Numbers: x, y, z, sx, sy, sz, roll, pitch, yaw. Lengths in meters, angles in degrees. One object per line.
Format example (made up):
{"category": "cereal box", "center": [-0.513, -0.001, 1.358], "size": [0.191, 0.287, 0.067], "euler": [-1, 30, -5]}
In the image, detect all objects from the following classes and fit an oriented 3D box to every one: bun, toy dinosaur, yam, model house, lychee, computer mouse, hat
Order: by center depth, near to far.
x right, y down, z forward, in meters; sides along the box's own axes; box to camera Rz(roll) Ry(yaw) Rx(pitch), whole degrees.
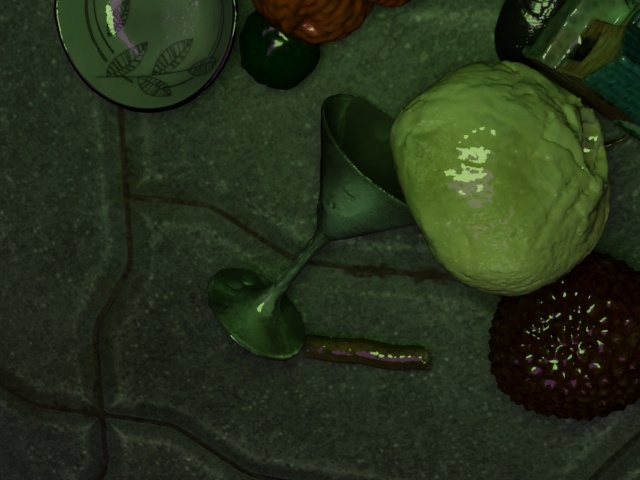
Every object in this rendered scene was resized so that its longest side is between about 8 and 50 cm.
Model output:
{"category": "model house", "center": [0.462, -0.222, 1.016], "size": [0.267, 0.325, 0.194], "euler": [31, 106, -15]}
{"category": "bun", "center": [0.270, -0.104, 1.109], "size": [0.227, 0.348, 0.352], "euler": [-24, 127, 39]}
{"category": "hat", "center": [-0.018, -0.413, 1.158], "size": [0.400, 0.285, 0.285], "euler": [-33, 100, 36]}
{"category": "computer mouse", "center": [0.336, -0.352, 1.170], "size": [0.122, 0.073, 0.217], "euler": [25, 111, 2]}
{"category": "lychee", "center": [0.402, 0.152, 1.240], "size": [0.276, 0.304, 0.275], "euler": [26, 123, 47]}
{"category": "toy dinosaur", "center": [0.425, -0.123, 1.250], "size": [0.180, 0.037, 0.058], "euler": [-30, 93, 17]}
{"category": "yam", "center": [0.085, 0.205, 1.453], "size": [0.241, 0.057, 0.056], "euler": [5, 111, 14]}

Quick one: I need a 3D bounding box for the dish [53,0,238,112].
{"category": "dish", "center": [-0.270, -0.372, 1.299], "size": [0.317, 0.106, 0.316], "euler": [4, 108, 12]}

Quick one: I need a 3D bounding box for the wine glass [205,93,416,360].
{"category": "wine glass", "center": [0.000, 0.000, 1.294], "size": [0.267, 0.267, 0.406], "euler": [39, 117, -2]}
